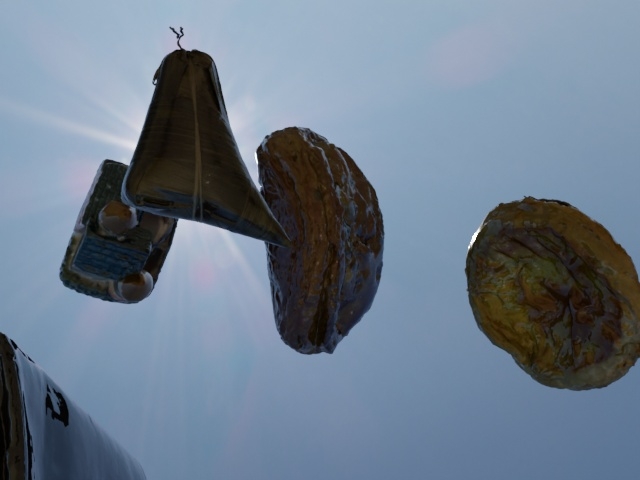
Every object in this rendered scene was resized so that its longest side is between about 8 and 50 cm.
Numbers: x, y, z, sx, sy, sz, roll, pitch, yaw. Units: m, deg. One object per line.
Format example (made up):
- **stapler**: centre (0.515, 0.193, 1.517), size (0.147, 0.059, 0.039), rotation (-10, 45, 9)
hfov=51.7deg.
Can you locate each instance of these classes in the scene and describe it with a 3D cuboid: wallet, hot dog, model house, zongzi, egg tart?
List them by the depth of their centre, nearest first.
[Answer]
- **wallet**: centre (-0.223, 0.264, 0.622), size (0.062, 0.406, 0.229), rotation (-17, -121, -8)
- **zongzi**: centre (-0.096, -0.101, 0.692), size (0.184, 0.084, 0.187), rotation (16, -99, -15)
- **egg tart**: centre (0.276, 0.057, 0.774), size (0.105, 0.241, 0.241), rotation (-20, -124, -35)
- **hot dog**: centre (0.000, 0.000, 1.108), size (0.174, 0.388, 0.267), rotation (-6, -177, 27)
- **model house**: centre (-0.347, -0.016, 1.220), size (0.190, 0.300, 0.272), rotation (23, -102, -21)
